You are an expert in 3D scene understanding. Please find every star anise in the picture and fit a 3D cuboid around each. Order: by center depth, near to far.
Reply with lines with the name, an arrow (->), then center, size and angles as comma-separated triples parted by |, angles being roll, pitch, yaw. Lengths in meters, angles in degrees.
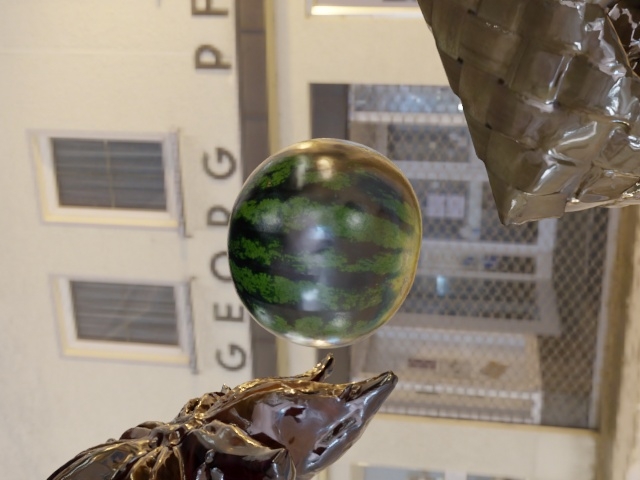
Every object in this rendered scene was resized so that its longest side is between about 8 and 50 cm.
star anise -> -0.071, 0.151, 0.550 | 0.272, 0.272, 0.102 | -34, -76, -79

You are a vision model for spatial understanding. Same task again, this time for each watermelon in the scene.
watermelon -> 0.005, 0.001, 1.147 | 0.269, 0.269, 0.269 | 3, -90, -81

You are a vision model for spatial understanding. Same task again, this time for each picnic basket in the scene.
picnic basket -> 0.251, -0.199, 0.649 | 0.293, 0.337, 0.337 | -23, -63, -55
